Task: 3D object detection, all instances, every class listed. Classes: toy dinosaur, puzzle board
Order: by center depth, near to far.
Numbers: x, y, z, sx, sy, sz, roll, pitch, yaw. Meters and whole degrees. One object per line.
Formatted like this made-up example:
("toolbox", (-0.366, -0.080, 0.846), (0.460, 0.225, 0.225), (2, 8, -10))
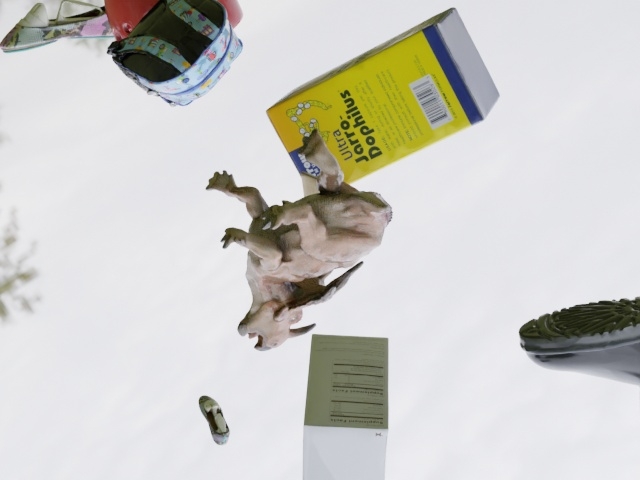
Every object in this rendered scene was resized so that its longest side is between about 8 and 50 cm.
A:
("toy dinosaur", (0.000, 0.000, 1.410), (0.296, 0.200, 0.127), (-23, -137, 40))
("puzzle board", (0.028, -0.047, 1.972), (0.128, 0.096, 0.011), (25, -128, 29))

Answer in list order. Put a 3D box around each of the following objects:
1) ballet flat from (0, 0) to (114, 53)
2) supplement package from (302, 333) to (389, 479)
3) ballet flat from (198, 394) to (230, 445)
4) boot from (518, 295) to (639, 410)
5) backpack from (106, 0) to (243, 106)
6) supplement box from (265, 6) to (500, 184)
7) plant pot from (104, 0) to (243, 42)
("ballet flat", (-0.467, -0.389, 2.349), (0.222, 0.079, 0.077), (-12, -152, -19))
("supplement package", (0.043, 0.277, 2.135), (0.134, 0.139, 0.244), (3, -149, 2))
("ballet flat", (-0.194, 0.324, 2.429), (0.041, 0.041, 0.114), (-28, -126, 1))
("boot", (0.519, 0.317, 2.071), (0.367, 0.445, 0.146), (-9, -165, 0))
("backpack", (-0.178, -0.255, 1.774), (0.158, 0.117, 0.173), (-50, -140, -7))
("supplement box", (0.116, -0.249, 2.395), (0.357, 0.195, 0.194), (-25, -170, 22))
("plant pot", (-0.237, -0.364, 1.957), (0.191, 0.174, 0.191), (-26, -158, 11))
